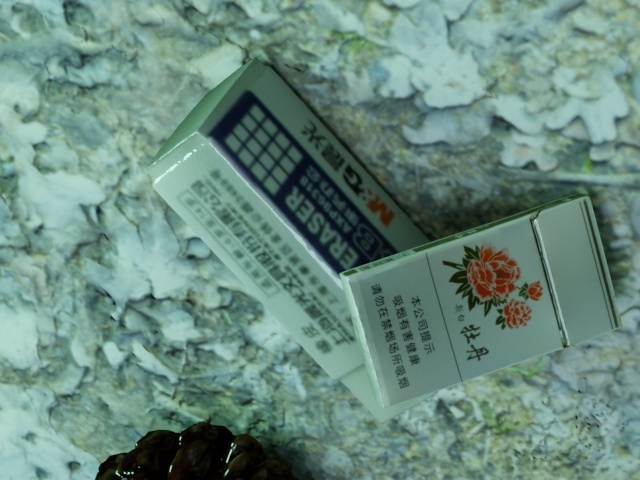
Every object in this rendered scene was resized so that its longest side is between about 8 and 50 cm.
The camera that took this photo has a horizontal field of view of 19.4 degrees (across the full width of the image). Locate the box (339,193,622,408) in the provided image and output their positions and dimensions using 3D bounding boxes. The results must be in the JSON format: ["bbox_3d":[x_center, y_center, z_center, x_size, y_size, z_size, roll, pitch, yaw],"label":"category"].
[{"bbox_3d":[0.122,0.045,1.412,0.198,0.029,0.109,-18,103,-9],"label":"box"}]

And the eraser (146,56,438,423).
[{"bbox_3d":[0.000,0.000,1.469,0.279,0.124,0.081,47,129,-12],"label":"eraser"}]

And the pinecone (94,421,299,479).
[{"bbox_3d":[-0.121,0.267,1.671,0.221,0.221,0.221,13,128,18],"label":"pinecone"}]
